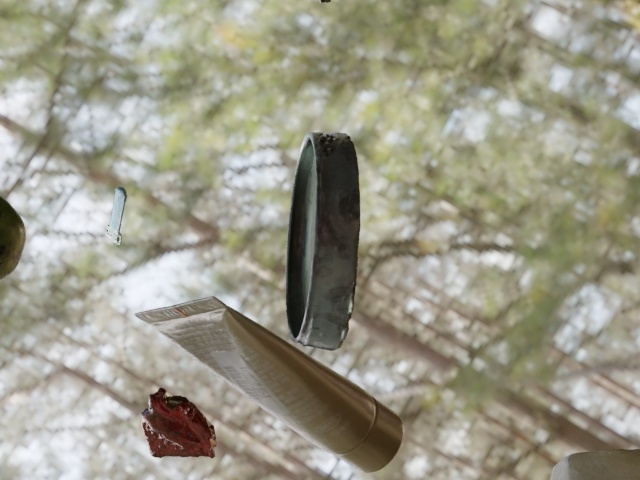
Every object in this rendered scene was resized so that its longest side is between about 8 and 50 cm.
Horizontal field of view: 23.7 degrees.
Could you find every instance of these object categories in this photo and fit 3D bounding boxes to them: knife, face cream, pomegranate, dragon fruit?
[{"bbox_3d":[-0.254,-0.033,1.908,0.010,0.027,0.096,-39,-23,-40],"label":"knife"},{"bbox_3d":[-0.043,0.155,1.707,0.341,0.137,0.084,37,-122,-33],"label":"face cream"},{"bbox_3d":[-0.418,-0.006,1.883,0.122,0.122,0.161,-64,-3,13],"label":"pomegranate"},{"bbox_3d":[-0.187,0.252,2.082,0.097,0.063,0.131,-31,-44,-23],"label":"dragon fruit"}]

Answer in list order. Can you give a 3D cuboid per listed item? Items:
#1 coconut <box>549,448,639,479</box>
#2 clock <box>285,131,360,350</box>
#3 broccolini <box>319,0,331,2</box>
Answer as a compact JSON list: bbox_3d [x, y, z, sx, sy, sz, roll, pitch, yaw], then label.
[{"bbox_3d":[0.403,0.410,1.725,0.415,0.415,0.344,-54,-12,-15],"label":"coconut"},{"bbox_3d":[0.000,0.000,1.559,0.226,0.049,0.226,-177,90,-83],"label":"clock"},{"bbox_3d":[-0.016,-0.452,2.206,0.044,0.042,0.218,-33,-62,-45],"label":"broccolini"}]
